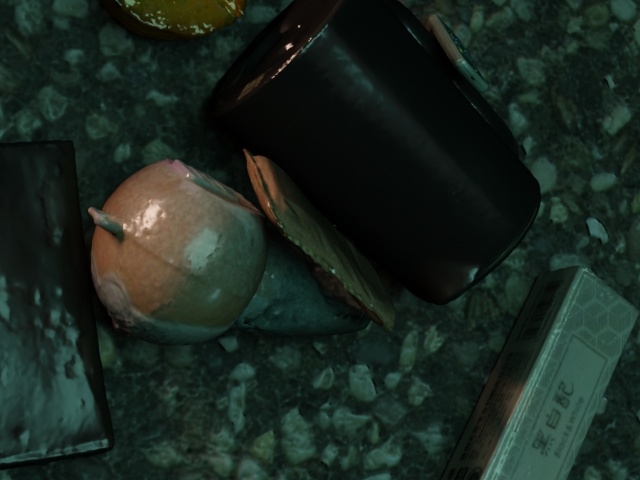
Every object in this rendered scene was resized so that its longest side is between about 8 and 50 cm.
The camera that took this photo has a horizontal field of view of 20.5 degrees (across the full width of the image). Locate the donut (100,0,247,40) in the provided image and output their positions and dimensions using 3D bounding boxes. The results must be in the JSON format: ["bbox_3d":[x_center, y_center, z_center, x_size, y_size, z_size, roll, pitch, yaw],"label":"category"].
[{"bbox_3d":[-0.154,-0.285,1.775,0.174,0.074,0.190,3,77,-24],"label":"donut"}]

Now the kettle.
[{"bbox_3d":[0.061,-0.109,1.814,0.203,0.262,0.308,-42,108,11],"label":"kettle"}]

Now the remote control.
[{"bbox_3d":[0.146,-0.200,1.884,0.018,0.124,0.053,-39,120,11],"label":"remote control"}]

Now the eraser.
[{"bbox_3d":[0.207,0.223,1.859,0.096,0.098,0.404,34,70,-18],"label":"eraser"}]

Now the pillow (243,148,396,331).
[{"bbox_3d":[0.001,0.002,1.701,0.034,0.135,0.211,-40,122,8],"label":"pillow"}]

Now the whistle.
[{"bbox_3d":[-0.091,0.037,1.719,0.348,0.189,0.189,22,73,-38],"label":"whistle"}]

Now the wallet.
[{"bbox_3d":[-0.290,0.060,1.673,0.165,0.042,0.309,-6,87,-28],"label":"wallet"}]
